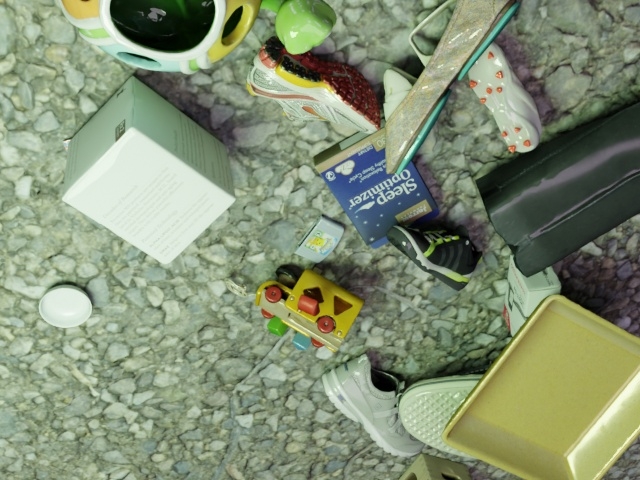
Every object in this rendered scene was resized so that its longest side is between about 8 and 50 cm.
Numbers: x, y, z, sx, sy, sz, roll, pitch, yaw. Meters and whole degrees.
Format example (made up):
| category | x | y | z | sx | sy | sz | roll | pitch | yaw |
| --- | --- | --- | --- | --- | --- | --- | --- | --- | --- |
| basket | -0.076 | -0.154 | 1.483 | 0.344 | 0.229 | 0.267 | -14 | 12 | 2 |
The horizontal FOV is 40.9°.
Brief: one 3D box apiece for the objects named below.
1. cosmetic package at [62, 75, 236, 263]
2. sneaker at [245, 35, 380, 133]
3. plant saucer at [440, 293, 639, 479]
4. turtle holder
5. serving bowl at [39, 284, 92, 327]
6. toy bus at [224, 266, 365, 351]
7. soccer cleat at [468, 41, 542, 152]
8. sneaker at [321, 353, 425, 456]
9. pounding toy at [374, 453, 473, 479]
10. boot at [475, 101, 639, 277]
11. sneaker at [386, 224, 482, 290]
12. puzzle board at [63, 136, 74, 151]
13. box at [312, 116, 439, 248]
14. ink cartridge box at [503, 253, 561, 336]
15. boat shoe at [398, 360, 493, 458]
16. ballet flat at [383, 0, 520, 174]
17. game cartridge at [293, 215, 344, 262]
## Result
| category | x | y | z | sx | sy | sz | roll | pitch | yaw |
| --- | --- | --- | --- | --- | --- | --- | --- | --- | --- |
| cosmetic package | -0.241 | -0.098 | 1.207 | 0.151 | 0.151 | 0.184 | -42 | 124 | 18 |
| sneaker | -0.006 | -0.214 | 1.246 | 0.225 | 0.088 | 0.093 | 24 | 138 | -27 |
| plant saucer | 0.420 | 0.268 | 1.512 | 0.333 | 0.081 | 0.333 | 27 | 109 | -20 |
| turtle holder | -0.168 | -0.299 | 1.042 | 0.243 | 0.227 | 0.320 | -40 | 124 | 16 |
| serving bowl | -0.417 | 0.103 | 1.407 | 0.083 | 0.027 | 0.083 | -6 | 126 | -8 |
| toy bus | -0.025 | 0.098 | 1.443 | 0.202 | 0.191 | 0.104 | 51 | 60 | -36 |
| soccer cleat | 0.282 | -0.225 | 1.310 | 0.068 | 0.076 | 0.196 | -11 | 119 | 42 |
| sneaker | 0.130 | 0.320 | 1.643 | 0.115 | 0.105 | 0.281 | -39 | 124 | 15 |
| pounding toy | 0.202 | 0.566 | 1.848 | 0.181 | 0.094 | 0.206 | 20 | 118 | -25 |
| boot | 0.523 | -0.059 | 1.423 | 0.445 | 0.146 | 0.367 | -32 | 116 | 6 |
| sneaker | 0.198 | 0.005 | 1.439 | 0.097 | 0.084 | 0.235 | -53 | 141 | 7 |
| puzzle board | -0.304 | -0.124 | 1.276 | 0.128 | 0.011 | 0.096 | -15 | 127 | -1 |
| box | 0.099 | -0.079 | 1.387 | 0.136 | 0.036 | 0.225 | -29 | 128 | 9 |
| ink cartridge box | 0.378 | 0.109 | 1.542 | 0.063 | 0.109 | 0.150 | -6 | 126 | -4 |
| boat shoe | 0.390 | 0.302 | 1.653 | 0.500 | 0.156 | 0.187 | -4 | 118 | -8 |
| ballet flat | 0.159 | -0.245 | 1.246 | 0.106 | 0.107 | 0.316 | 36 | 108 | 5 |
| game cartridge | 0.000 | 0.000 | 1.435 | 0.056 | 0.017 | 0.083 | 23 | 118 | -31 |
